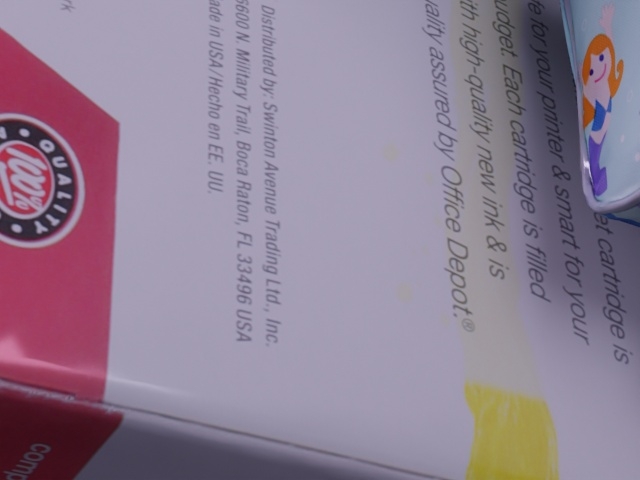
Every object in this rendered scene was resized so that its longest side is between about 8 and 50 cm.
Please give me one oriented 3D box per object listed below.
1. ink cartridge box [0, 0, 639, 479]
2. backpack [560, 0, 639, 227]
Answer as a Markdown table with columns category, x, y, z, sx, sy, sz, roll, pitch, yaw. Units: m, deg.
| category | x | y | z | sx | sy | sz | roll | pitch | yaw |
| --- | --- | --- | --- | --- | --- | --- | --- | --- | --- |
| ink cartridge box | 0.000 | 0.000 | 0.649 | 0.384 | 0.160 | 0.279 | 16 | 50 | -23 |
| backpack | 0.191 | -0.089 | 0.575 | 0.191 | 0.225 | 0.253 | 29 | 41 | -20 |
